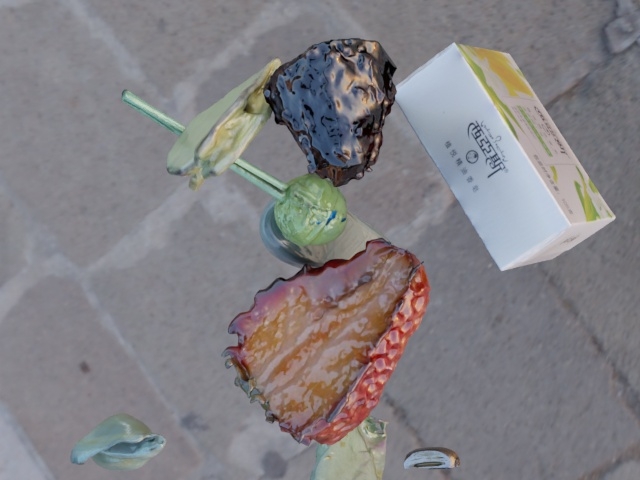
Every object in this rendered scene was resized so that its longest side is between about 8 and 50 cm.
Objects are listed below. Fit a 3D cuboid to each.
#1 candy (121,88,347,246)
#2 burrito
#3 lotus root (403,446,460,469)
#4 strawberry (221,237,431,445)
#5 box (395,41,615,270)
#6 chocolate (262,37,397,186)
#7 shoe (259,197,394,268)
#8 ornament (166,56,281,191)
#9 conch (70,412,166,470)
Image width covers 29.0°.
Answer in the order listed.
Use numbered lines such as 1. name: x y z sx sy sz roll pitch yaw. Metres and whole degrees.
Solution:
1. candy: -0.108 -0.099 1.578 0.335 0.092 0.093 33 109 -18
2. burrito: 0.040 0.346 1.952 0.089 0.229 0.144 -27 122 32
3. lotus root: 0.158 0.304 1.734 0.083 0.037 0.030 -6 86 32
4. strawberry: 0.018 0.135 1.633 0.253 0.150 0.280 22 75 46
5. box: 0.222 -0.102 1.498 0.111 0.194 0.260 -38 77 25
6. chocolate: 0.021 -0.121 1.324 0.156 0.156 0.133 -24 66 25
7. shoe: 0.000 0.000 1.747 0.100 0.251 0.103 10 78 51
8. ornament: -0.097 -0.144 1.433 0.059 0.201 0.180 40 75 -13
9. conch: -0.233 0.224 1.389 0.180 0.088 0.065 -13 66 56
